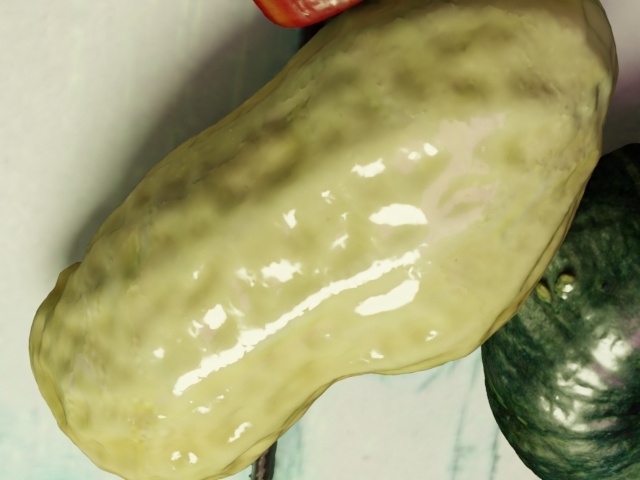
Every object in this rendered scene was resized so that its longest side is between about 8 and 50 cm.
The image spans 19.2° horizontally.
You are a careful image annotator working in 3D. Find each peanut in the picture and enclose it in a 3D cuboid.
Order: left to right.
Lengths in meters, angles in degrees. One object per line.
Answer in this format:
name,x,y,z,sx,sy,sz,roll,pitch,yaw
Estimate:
peanut,0.000,0.000,0.812,0.313,0.152,0.152,-36,126,18

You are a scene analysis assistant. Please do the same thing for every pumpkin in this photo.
pumpkin,0.178,0.043,0.883,0.211,0.152,0.212,-16,138,-16

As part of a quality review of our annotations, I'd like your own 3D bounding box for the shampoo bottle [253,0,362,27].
shampoo bottle,-0.055,-0.217,0.684,0.118,0.076,0.314,-30,127,14
